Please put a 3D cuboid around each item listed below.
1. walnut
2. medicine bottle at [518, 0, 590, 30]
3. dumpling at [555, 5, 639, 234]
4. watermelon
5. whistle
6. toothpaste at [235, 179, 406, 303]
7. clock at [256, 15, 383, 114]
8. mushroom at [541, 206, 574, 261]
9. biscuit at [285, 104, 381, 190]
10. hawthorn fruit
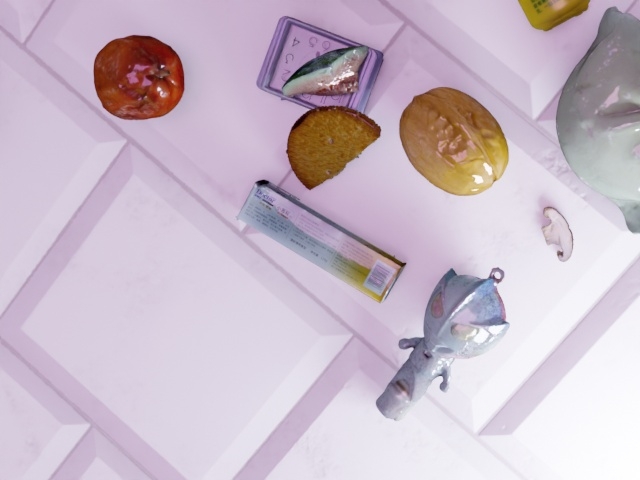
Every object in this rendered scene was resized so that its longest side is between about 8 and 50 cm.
[{"bbox_3d":[0.226,-0.169,1.705,0.159,0.159,0.207,-43,79,14],"label":"walnut"},{"bbox_3d":[0.343,-0.505,1.676,0.111,0.076,0.309,-27,90,14],"label":"medicine bottle"},{"bbox_3d":[0.518,-0.204,1.613,0.320,0.212,0.270,46,141,-9],"label":"dumpling"},{"bbox_3d":[-0.002,-0.281,1.713,0.155,0.101,0.080,-1,108,22],"label":"watermelon"},{"bbox_3d":[0.218,0.181,1.767,0.142,0.134,0.346,36,112,4],"label":"whistle"},{"bbox_3d":[0.000,0.000,1.819,0.313,0.071,0.089,31,104,8],"label":"toothpaste"},{"bbox_3d":[-0.002,-0.302,1.784,0.193,0.073,0.144,22,101,9],"label":"clock"},{"bbox_3d":[0.414,-0.012,1.743,0.049,0.019,0.101,-16,90,14],"label":"mushroom"},{"bbox_3d":[0.010,-0.177,1.771,0.126,0.025,0.206,44,131,-12],"label":"biscuit"},{"bbox_3d":[-0.327,-0.300,1.807,0.173,0.179,0.173,0,80,-2],"label":"hawthorn fruit"}]
